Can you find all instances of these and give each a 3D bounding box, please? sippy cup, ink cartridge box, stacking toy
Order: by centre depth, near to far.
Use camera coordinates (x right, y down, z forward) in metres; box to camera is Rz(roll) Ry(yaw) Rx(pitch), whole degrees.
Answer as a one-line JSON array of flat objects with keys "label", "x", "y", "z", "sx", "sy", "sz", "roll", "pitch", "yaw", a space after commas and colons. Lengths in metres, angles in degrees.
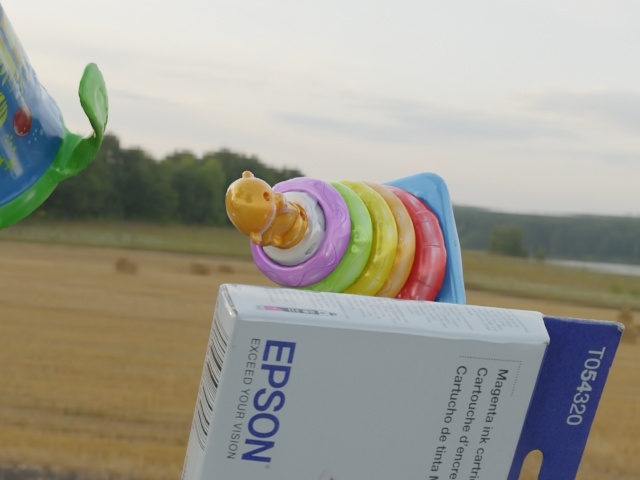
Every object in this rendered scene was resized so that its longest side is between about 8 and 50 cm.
[{"label": "ink cartridge box", "x": 0.056, "y": 0.203, "z": 1.005, "sx": 0.330, "sy": 0.324, "sz": 0.071, "roll": 6, "pitch": 20, "yaw": -16}, {"label": "stacking toy", "x": 0.000, "y": 0.000, "z": 1.242, "sx": 0.166, "sy": 0.175, "sz": 0.302, "roll": -17, "pitch": -20, "yaw": 28}, {"label": "sippy cup", "x": -0.392, "y": -0.155, "z": 1.354, "sx": 0.305, "sy": 0.240, "sz": 0.224, "roll": -24, "pitch": -34, "yaw": -16}]
